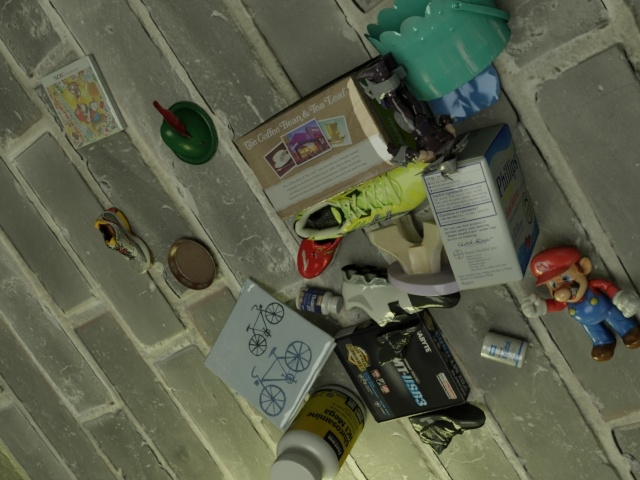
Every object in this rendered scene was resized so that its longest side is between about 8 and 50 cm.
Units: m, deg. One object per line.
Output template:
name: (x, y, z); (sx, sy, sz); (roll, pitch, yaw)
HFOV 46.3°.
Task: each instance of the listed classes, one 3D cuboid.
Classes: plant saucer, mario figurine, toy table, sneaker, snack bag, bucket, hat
plant saucer: (-0.381, 0.069, 2.246); (0.169, 0.029, 0.168); (11, 118, 21)
mario figurine: (0.601, 0.154, 1.736); (0.198, 0.170, 0.320); (-44, 100, 0)
toy table: (0.250, 0.020, 1.813); (0.274, 0.252, 0.160); (10, 116, 59)
sneaker: (0.000, 0.000, 1.979); (0.107, 0.118, 0.279); (35, 123, 7)
snack bag: (-0.158, 0.326, 2.165); (0.343, 0.037, 0.323); (33, 102, 23)
sneaker: (0.211, 0.271, 1.974); (0.170, 0.051, 0.089); (-23, 101, 35)
bucket: (0.248, -0.438, 1.560); (0.281, 0.281, 0.183); (-27, 115, 33)
hat: (-0.401, -0.272, 1.998); (0.173, 0.183, 0.208); (-17, 105, 31)
sneaker: (0.365, 0.524, 2.083); (0.228, 0.087, 0.130); (-13, 109, 33)
sneaker: (0.206, 0.158, 1.948); (0.331, 0.122, 0.146); (9, 105, 32)
sneaker: (0.107, -0.084, 1.763); (0.385, 0.147, 0.145); (-26, 100, 27)
sneaker: (-0.608, 0.014, 2.288); (0.088, 0.093, 0.225); (-33, 98, 33)

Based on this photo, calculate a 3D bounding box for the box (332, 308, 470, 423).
box: (0.218, 0.346, 2.075); (0.293, 0.073, 0.295); (-21, 104, 33)

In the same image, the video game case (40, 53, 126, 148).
video game case: (-0.687, -0.397, 2.167); (0.206, 0.026, 0.227); (-15, 107, 30)

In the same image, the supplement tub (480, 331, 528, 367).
supplement tub: (0.472, 0.280, 1.921); (0.107, 0.071, 0.071); (13, 119, 18)

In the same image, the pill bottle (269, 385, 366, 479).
pill bottle: (-0.009, 0.577, 2.132); (0.188, 0.334, 0.187); (10, 118, 20)

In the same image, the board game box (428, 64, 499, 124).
board game box: (0.326, -0.350, 1.712); (0.169, 0.033, 0.133); (-28, 95, 28)

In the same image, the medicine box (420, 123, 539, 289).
medicine box: (0.367, -0.079, 1.682); (0.149, 0.263, 0.289); (-12, 109, 29)

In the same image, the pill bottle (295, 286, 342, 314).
pill bottle: (-0.003, 0.171, 2.094); (0.120, 0.067, 0.067); (9, 117, 21)

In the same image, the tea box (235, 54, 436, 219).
tea box: (0.044, -0.248, 1.717); (0.329, 0.323, 0.220); (-23, 102, 33)

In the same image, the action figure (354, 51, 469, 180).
action figure: (0.188, -0.238, 1.501); (0.099, 0.185, 0.285); (-31, 97, 46)
